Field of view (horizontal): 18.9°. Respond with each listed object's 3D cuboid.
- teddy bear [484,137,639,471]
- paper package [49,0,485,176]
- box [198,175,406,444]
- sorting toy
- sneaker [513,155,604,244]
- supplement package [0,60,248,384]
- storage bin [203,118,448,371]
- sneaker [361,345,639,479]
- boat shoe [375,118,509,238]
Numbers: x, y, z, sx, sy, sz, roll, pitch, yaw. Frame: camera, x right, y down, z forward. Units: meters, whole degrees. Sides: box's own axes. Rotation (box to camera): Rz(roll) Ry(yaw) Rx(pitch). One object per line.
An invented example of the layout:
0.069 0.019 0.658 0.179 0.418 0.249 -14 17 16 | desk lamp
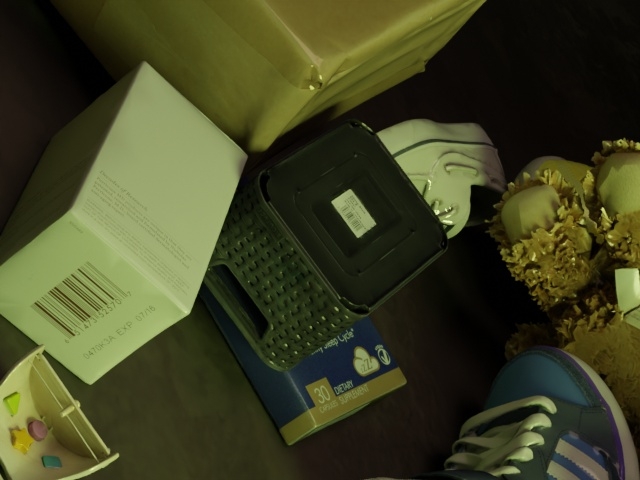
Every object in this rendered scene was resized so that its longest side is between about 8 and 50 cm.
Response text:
0.266 0.080 1.577 0.338 0.245 0.113 52 20 2 | teddy bear
-0.057 -0.243 1.454 0.325 0.168 0.309 50 42 6 | paper package
-0.036 0.032 1.418 0.225 0.036 0.136 58 32 8 | box
-0.177 0.118 1.151 0.083 0.045 0.075 55 39 2 | sorting toy
0.340 0.034 1.654 0.384 0.147 0.145 33 52 -5 | sneaker
-0.134 -0.014 1.267 0.105 0.105 0.179 42 35 -18 | supplement package
0.000 0.000 1.380 0.122 0.084 0.180 54 31 1 | storage bin
0.118 0.178 1.383 0.236 0.130 0.323 34 43 -38 | sneaker
0.083 -0.039 1.591 0.088 0.096 0.267 57 23 13 | boat shoe
